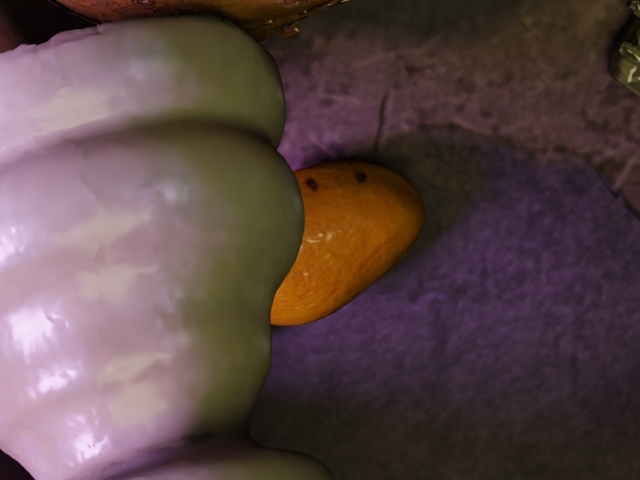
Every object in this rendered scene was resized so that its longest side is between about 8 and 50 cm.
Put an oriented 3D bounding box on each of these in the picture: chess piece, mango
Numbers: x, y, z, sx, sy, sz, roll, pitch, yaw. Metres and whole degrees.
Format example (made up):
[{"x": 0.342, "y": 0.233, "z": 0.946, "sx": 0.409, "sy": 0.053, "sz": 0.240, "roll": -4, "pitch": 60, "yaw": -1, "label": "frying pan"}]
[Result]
[{"x": -0.063, "y": 0.096, "z": 0.749, "sx": 0.182, "sy": 0.330, "sz": 0.182, "roll": -14, "pitch": 161, "yaw": -5, "label": "chess piece"}, {"x": 0.000, "y": 0.000, "z": 0.997, "sx": 0.114, "sy": 0.057, "sz": 0.079, "roll": -21, "pitch": 110, "yaw": -5, "label": "mango"}]

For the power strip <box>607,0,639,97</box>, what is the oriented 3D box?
[{"x": 0.222, "y": -0.084, "z": 1.017, "sx": 0.169, "sy": 0.028, "sz": 0.076, "roll": 32, "pitch": 106, "yaw": -25, "label": "power strip"}]

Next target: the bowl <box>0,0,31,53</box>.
[{"x": -0.233, "y": -0.066, "z": 0.852, "sx": 0.237, "sy": 0.238, "sz": 0.126, "roll": -15, "pitch": 72, "yaw": -5, "label": "bowl"}]

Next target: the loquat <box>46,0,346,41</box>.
[{"x": -0.050, "y": -0.194, "z": 0.798, "sx": 0.235, "sy": 0.235, "sz": 0.235, "roll": -5, "pitch": 116, "yaw": -9, "label": "loquat"}]

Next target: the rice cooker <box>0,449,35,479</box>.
[{"x": -0.140, "y": 0.272, "z": 0.947, "sx": 0.335, "sy": 0.325, "sz": 0.335, "roll": -5, "pitch": 116, "yaw": -10, "label": "rice cooker"}]
